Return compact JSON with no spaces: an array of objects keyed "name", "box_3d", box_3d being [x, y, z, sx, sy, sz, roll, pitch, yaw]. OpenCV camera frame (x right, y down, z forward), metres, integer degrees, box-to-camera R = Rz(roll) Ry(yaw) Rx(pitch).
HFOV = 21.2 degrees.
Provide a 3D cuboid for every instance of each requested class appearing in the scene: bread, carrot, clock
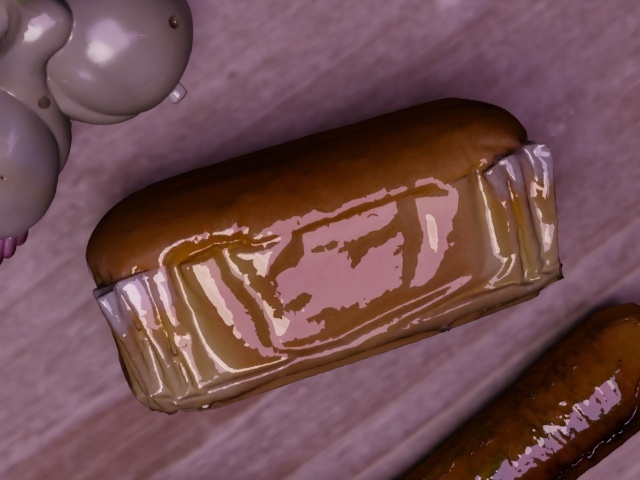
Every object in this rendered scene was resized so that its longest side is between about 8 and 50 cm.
[{"name":"bread","box_3d":[0.000,0.000,0.898,0.241,0.136,0.107,-17,105,-7]},{"name":"carrot","box_3d":[0.095,0.133,0.984,0.260,0.070,0.070,-37,107,0]},{"name":"clock","box_3d":[-0.156,-0.088,0.863,0.231,0.103,0.144,-43,109,2]}]
